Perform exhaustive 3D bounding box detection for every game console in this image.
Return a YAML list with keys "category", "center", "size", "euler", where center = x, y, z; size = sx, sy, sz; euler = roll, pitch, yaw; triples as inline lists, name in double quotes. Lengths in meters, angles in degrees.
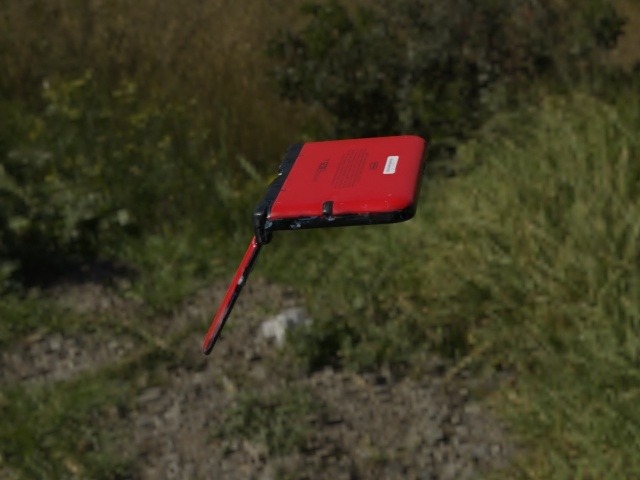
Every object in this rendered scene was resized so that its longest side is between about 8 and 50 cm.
- category: "game console"
  center: [0.000, 0.000, 0.830]
  size: [0.124, 0.085, 0.144]
  euler: [-4, 19, 8]
